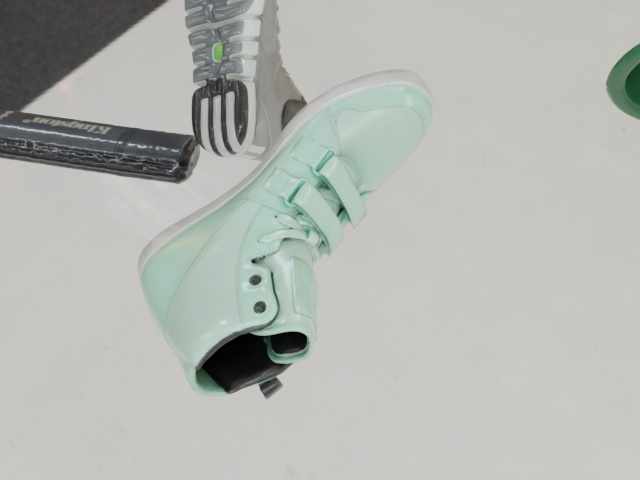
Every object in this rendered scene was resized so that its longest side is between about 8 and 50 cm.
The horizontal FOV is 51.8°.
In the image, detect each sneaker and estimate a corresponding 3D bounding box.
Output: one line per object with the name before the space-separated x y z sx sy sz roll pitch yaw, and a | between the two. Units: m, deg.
sneaker | 0.000 0.001 0.447 0.256 0.094 0.151 -39 44 3
sneaker | -0.063 -0.185 0.647 0.086 0.132 0.229 2 86 29

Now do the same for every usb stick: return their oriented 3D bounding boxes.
usb stick | -0.276 -0.111 0.756 0.278 0.045 0.077 8 40 4

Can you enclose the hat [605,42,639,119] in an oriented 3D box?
hat | 0.411 -0.244 0.718 0.208 0.173 0.183 19 65 -29
